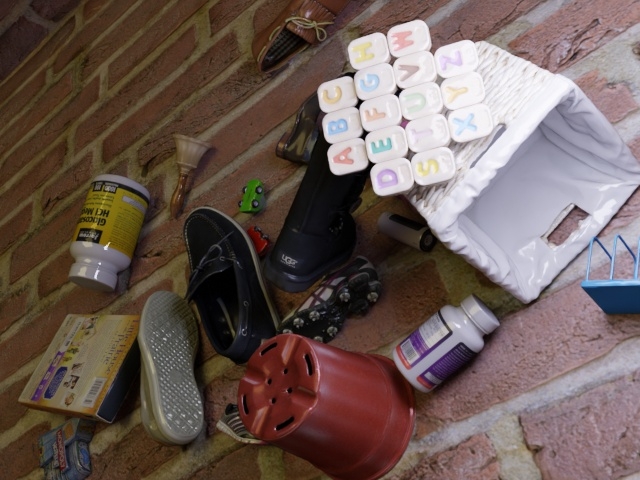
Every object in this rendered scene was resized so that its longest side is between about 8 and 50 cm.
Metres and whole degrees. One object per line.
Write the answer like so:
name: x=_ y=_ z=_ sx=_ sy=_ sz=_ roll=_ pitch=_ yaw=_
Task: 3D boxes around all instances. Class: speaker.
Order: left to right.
speaker: x=0.187 y=-0.020 z=1.605 sx=0.136 sy=0.055 sz=0.055 roll=27 pitch=86 yaw=47

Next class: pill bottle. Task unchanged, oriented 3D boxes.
pill bottle: x=-0.657 y=-0.020 z=2.268 sx=0.188 sy=0.188 sz=0.333 roll=-7 pitch=63 yaw=40
pill bottle: x=0.240 y=0.191 z=1.397 sx=0.193 sy=0.108 sz=0.108 roll=-43 pitch=45 yaw=15

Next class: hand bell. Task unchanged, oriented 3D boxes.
hand bell: x=-0.417 y=-0.188 z=2.232 sx=0.126 sy=0.126 sz=0.242 roll=14 pitch=89 yaw=45

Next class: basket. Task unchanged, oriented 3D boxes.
basket: x=0.333 y=-0.125 z=1.335 sx=0.328 sy=0.331 sz=0.266 roll=-50 pitch=42 yaw=9

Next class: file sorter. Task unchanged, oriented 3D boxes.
file sorter: x=0.536 y=0.051 z=1.204 sx=0.170 sy=0.118 sz=0.104 roll=-5 pitch=61 yaw=40

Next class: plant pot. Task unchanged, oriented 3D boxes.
plant pot: x=0.000 y=0.314 z=1.427 sx=0.272 sy=0.265 sz=0.272 roll=-21 pitch=55 yaw=32

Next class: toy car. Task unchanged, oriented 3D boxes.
toy car: x=-0.193 y=-0.055 z=1.968 sx=0.239 sy=0.053 sz=0.225 roll=0 pitch=66 yaw=41

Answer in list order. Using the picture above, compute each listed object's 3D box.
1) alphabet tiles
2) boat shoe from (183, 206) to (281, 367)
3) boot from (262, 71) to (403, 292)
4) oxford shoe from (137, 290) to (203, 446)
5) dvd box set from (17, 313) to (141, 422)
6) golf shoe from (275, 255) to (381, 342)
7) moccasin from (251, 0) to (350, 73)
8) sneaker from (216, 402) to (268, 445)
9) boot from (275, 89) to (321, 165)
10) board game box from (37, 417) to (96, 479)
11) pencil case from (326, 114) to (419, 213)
alphabet tiles: x=0.134 y=-0.220 z=1.221 sx=0.278 sy=0.021 sz=0.284 roll=-13 pitch=78 yaw=17
boat shoe: x=-0.246 y=0.096 z=1.809 sx=0.187 sy=0.156 sz=0.500 roll=-47 pitch=51 yaw=25
boot: x=0.054 y=-0.146 z=1.513 sx=0.367 sy=0.146 sz=0.445 roll=-53 pitch=-14 yaw=-61
oxford shoe: x=-0.392 y=0.322 z=1.868 sx=0.130 sy=0.169 sz=0.449 roll=-51 pitch=40 yaw=37
dvd box set: x=-0.669 y=0.354 z=2.117 sx=0.420 sy=0.062 sz=0.307 roll=-5 pitch=52 yaw=40
golf shoe: x=0.018 y=0.142 z=1.651 sx=0.273 sy=0.105 sz=0.120 roll=-34 pitch=30 yaw=17
moccasin: x=-0.053 y=-0.614 z=2.100 sx=0.380 sy=0.139 sz=0.147 roll=-29 pitch=51 yaw=27
sneaker: x=-0.172 y=0.414 z=1.671 sx=0.170 sy=0.063 sz=0.074 roll=8 pitch=79 yaw=49
boot: x=-0.019 y=-0.294 z=1.952 sx=0.106 sy=0.082 sz=0.219 roll=27 pitch=82 yaw=25
board game box: x=-0.702 y=0.585 z=2.056 sx=0.194 sy=0.060 sz=0.194 roll=-42 pitch=45 yaw=17
pencil case: x=0.163 y=-0.209 z=1.664 sx=0.160 sy=0.167 sz=0.386 roll=-27 pitch=42 yaw=-16
